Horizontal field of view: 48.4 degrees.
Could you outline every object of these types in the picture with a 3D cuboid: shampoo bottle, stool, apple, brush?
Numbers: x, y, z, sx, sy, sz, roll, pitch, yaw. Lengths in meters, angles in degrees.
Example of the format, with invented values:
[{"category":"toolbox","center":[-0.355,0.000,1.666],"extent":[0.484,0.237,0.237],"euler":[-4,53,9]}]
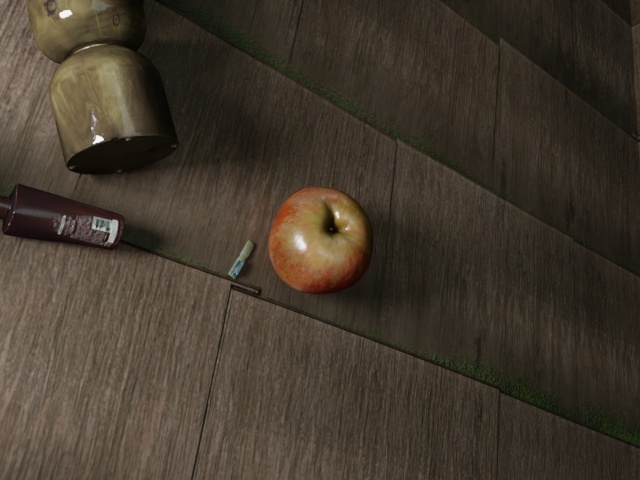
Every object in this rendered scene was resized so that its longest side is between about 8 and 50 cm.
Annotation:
[{"category":"shampoo bottle","center":[-0.419,-0.034,1.072],"extent":[0.236,0.067,0.068],"euler":[15,56,-33]},{"category":"stool","center":[-0.343,-0.255,1.132],"extent":[0.179,0.179,0.264],"euler":[-11,82,-40]},{"category":"apple","center":[0.000,0.000,1.325],"extent":[0.209,0.164,0.209],"euler":[13,61,-24]},{"category":"brush","center":[-0.142,0.033,1.299],"extent":[0.016,0.013,0.084],"euler":[40,53,-18]}]
